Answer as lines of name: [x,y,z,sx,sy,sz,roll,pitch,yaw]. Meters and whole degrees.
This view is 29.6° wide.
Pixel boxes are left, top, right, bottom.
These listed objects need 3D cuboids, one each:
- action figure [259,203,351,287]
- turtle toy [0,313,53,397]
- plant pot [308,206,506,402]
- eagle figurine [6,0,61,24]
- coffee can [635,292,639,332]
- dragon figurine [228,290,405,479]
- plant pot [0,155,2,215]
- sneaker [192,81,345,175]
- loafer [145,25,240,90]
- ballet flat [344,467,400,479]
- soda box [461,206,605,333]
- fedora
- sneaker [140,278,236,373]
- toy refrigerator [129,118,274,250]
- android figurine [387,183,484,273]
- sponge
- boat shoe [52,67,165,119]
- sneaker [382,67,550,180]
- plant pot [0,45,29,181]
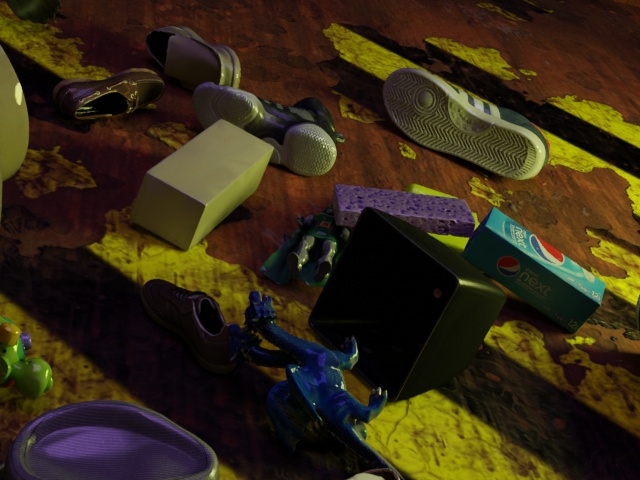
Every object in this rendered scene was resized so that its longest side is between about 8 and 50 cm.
action figure: [0.000,0.000,1.806,0.137,0.063,0.232,15,23,2]
turtle toy: [-0.351,0.129,1.337,0.130,0.095,0.066,33,10,27]
plant pot: [0.129,0.086,1.601,0.167,0.187,0.188,7,26,-47]
eagle figurine: [-0.633,-0.529,2.223,0.225,0.226,0.298,-16,-11,27]
coffee can: [0.566,0.161,1.673,0.202,0.201,0.275,13,27,-8]
dragon figurine: [-0.008,0.187,1.400,0.144,0.085,0.289,-3,53,-34]
plant pot: [-0.553,-0.051,1.361,0.280,0.323,0.323,3,25,10]
sneaker: [-0.085,-0.207,2.102,0.269,0.101,0.153,26,27,4]
loafer: [-0.240,-0.327,2.241,0.092,0.102,0.268,-6,26,-35]
ballet flat: [0.007,0.281,1.269,0.206,0.067,0.073,-13,41,-44]
soda box: [0.321,0.045,1.828,0.210,0.071,0.067,34,34,-1]
fedora: [-0.190,0.239,1.150,0.275,0.124,0.243,12,30,-1]
sneaker: [-0.158,0.088,1.530,0.066,0.071,0.188,-11,38,-42]
toy refrigerator: [-0.175,-0.085,1.827,0.102,0.094,0.269,28,29,6]
android figurine: [0.170,-0.015,1.935,0.273,0.056,0.248,17,27,-5]
sponge: [0.125,-0.045,1.846,0.210,0.031,0.117,6,20,-6]
boat shoe: [-0.344,-0.238,2.039,0.207,0.073,0.073,-18,44,-38]
sneaker: [0.284,-0.224,2.330,0.350,0.131,0.148,34,24,18]
plant pot: [-0.550,-0.163,1.578,0.284,0.284,0.191,28,41,20]
